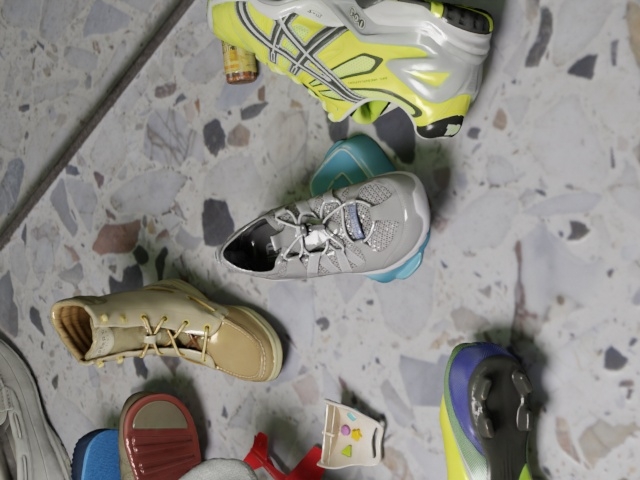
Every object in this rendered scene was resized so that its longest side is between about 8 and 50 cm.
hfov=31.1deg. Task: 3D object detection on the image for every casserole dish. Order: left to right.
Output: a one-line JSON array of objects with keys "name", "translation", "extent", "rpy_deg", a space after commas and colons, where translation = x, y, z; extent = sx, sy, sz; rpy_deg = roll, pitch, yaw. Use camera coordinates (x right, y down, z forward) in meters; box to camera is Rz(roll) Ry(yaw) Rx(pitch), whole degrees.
[{"name": "casserole dish", "translation": [0.050, -0.036, 1.331], "extent": [0.114, 0.037, 0.188], "rpy_deg": [-48, 64, 34]}]

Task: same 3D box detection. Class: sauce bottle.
[{"name": "sauce bottle", "translation": [-0.106, -0.262, 1.445], "extent": [0.042, 0.042, 0.128], "rpy_deg": [-9, 87, 42]}]

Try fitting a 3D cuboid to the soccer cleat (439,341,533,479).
[{"name": "soccer cleat", "translation": [0.173, 0.247, 1.230], "extent": [0.121, 0.093, 0.289], "rpy_deg": [-147, 56, -69]}]

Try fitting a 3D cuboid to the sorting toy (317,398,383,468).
[{"name": "sorting toy", "translation": [0.040, 0.233, 1.363], "extent": [0.075, 0.045, 0.083], "rpy_deg": [13, 102, 33]}]

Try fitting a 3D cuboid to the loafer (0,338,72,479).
[{"name": "loafer", "translation": [-0.495, 0.281, 1.799], "extent": [0.319, 0.111, 0.112], "rpy_deg": [55, 126, 24]}]

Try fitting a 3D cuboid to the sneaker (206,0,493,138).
[{"name": "sneaker", "translation": [0.007, -0.208, 1.281], "extent": [0.385, 0.145, 0.147], "rpy_deg": [18, 105, 41]}]

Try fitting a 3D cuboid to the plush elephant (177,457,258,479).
[{"name": "plush elephant", "translation": [-0.072, 0.400, 1.329], "extent": [0.255, 0.330, 0.272], "rpy_deg": [-47, 62, 14]}]

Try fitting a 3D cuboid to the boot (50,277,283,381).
[{"name": "boot", "translation": [-0.195, 0.122, 1.451], "extent": [0.262, 0.203, 0.095], "rpy_deg": [26, 112, 39]}]

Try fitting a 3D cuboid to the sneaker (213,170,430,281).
[{"name": "sneaker", "translation": [0.000, 0.000, 1.275], "extent": [0.281, 0.115, 0.105], "rpy_deg": [-22, 80, 41]}]

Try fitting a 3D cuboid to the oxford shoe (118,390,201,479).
[{"name": "oxford shoe", "translation": [-0.208, 0.372, 1.573], "extent": [0.130, 0.123, 0.348], "rpy_deg": [-177, 82, -68]}]

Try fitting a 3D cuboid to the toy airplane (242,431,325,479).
[{"name": "toy airplane", "translation": [-0.047, 0.300, 1.454], "extent": [0.151, 0.028, 0.151], "rpy_deg": [6, 99, 42]}]

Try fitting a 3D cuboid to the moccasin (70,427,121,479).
[{"name": "moccasin", "translation": [-0.316, 0.439, 1.639], "extent": [0.117, 0.138, 0.341], "rpy_deg": [-5, 90, 47]}]
